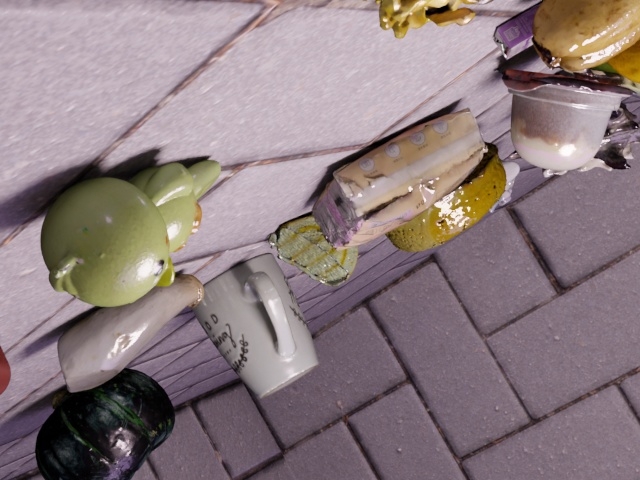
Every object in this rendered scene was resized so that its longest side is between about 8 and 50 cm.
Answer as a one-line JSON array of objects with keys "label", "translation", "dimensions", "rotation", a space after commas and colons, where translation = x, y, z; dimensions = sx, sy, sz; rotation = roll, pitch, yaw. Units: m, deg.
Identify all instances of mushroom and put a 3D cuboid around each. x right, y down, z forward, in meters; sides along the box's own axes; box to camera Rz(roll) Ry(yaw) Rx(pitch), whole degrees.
[{"label": "mushroom", "translation": [-0.298, 0.134, 1.774], "dimensions": [0.270, 0.103, 0.118], "rotation": [-33, 172, -17]}]

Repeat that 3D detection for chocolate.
[{"label": "chocolate", "translation": [0.354, -0.179, 1.678], "dimensions": [0.221, 0.147, 0.221], "rotation": [10, -176, -1]}]

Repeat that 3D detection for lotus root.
[{"label": "lotus root", "translation": [0.358, -0.297, 1.387], "dimensions": [0.221, 0.118, 0.125], "rotation": [-39, 159, 10]}]

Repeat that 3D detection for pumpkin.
[{"label": "pumpkin", "translation": [-0.457, 0.394, 2.328], "dimensions": [0.315, 0.238, 0.315], "rotation": [-44, -177, 3]}]

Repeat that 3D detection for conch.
[{"label": "conch", "translation": [0.484, -0.197, 2.037], "dimensions": [0.241, 0.186, 0.313], "rotation": [7, -177, -10]}]

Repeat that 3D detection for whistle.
[{"label": "whistle", "translation": [-0.180, -0.012, 1.193], "dimensions": [0.141, 0.141, 0.294], "rotation": [-36, 171, 36]}]

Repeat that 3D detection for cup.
[{"label": "cup", "translation": [-0.107, 0.156, 2.095], "dimensions": [0.186, 0.234, 0.258], "rotation": [-27, 169, -20]}]

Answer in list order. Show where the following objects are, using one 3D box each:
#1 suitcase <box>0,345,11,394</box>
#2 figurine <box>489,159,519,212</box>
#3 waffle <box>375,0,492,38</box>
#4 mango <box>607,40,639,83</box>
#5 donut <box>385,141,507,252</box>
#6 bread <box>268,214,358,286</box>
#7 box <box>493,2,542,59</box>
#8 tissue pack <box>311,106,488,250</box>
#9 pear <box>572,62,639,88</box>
[{"label": "suitcase", "translation": [-0.418, 0.107, 0.983], "dimensions": [0.236, 0.161, 0.297], "rotation": [-29, 171, -5]}, {"label": "figurine", "translation": [0.327, -0.114, 2.365], "dimensions": [0.209, 0.128, 0.184], "rotation": [-26, 178, 32]}, {"label": "waffle", "translation": [0.171, -0.282, 1.040], "dimensions": [0.262, 0.060, 0.280], "rotation": [-27, 171, -15]}, {"label": "mango", "translation": [0.454, -0.287, 1.468], "dimensions": [0.176, 0.119, 0.317], "rotation": [-58, -160, 10]}, {"label": "donut", "translation": [0.225, -0.073, 2.055], "dimensions": [0.272, 0.107, 0.272], "rotation": [-30, -165, 9]}, {"label": "bread", "translation": [-0.004, -0.005, 1.987], "dimensions": [0.103, 0.156, 0.110], "rotation": [-31, -153, 56]}, {"label": "box", "translation": [0.288, -0.288, 1.483], "dimensions": [0.117, 0.036, 0.050], "rotation": [-30, 172, -1]}, {"label": "tissue pack", "translation": [0.130, -0.092, 1.809], "dimensions": [0.257, 0.123, 0.215], "rotation": [-27, 173, -17]}, {"label": "pear", "translation": [0.590, -0.288, 1.741], "dimensions": [0.399, 0.399, 0.165], "rotation": [-7, 116, -70]}]
